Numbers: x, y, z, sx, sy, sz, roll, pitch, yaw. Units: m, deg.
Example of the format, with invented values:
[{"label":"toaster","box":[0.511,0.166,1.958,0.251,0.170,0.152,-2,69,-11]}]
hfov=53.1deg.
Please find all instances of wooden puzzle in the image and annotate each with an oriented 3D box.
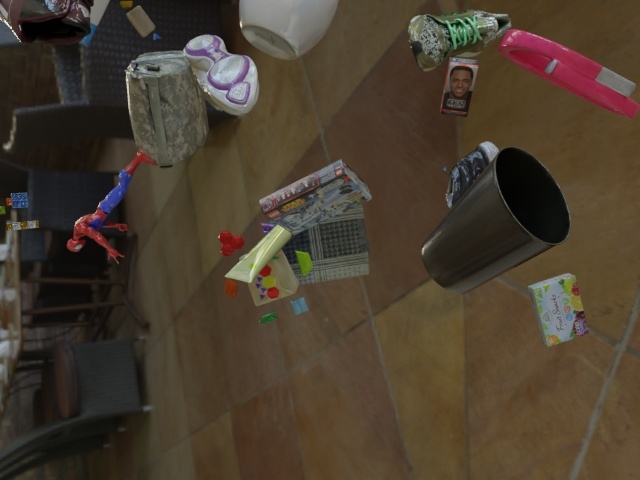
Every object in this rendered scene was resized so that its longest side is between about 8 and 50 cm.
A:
[{"label":"wooden puzzle","box":[-0.450,-0.547,1.600,0.014,0.078,0.116,-23,111,27]}]

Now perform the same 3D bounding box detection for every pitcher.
[{"label":"pitcher","box":[-0.023,-0.347,0.878,0.178,0.126,0.207,57,-124,-76]}]

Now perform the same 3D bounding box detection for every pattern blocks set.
[{"label":"pattern blocks set","box":[-0.166,0.102,2.009,0.026,0.286,0.324,-115,15,-73]}]

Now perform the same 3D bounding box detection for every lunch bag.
[{"label":"lunch bag","box":[-0.452,-0.390,1.870,0.256,0.213,0.305,-97,5,-61]}]

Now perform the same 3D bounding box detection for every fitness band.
[{"label":"fitness band","box":[0.472,-0.311,1.209,0.054,0.291,0.209,-62,9,15]}]

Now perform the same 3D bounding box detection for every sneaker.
[{"label":"sneaker","box":[-0.349,-0.379,0.978,0.162,0.281,0.106,53,175,33]},{"label":"sneaker","box":[0.381,-0.082,1.487,0.101,0.153,0.268,-71,-44,-87]},{"label":"sneaker","box":[0.397,-0.590,1.794,0.182,0.410,0.158,-10,105,46]},{"label":"sneaker","box":[-0.199,-0.339,1.402,0.305,0.114,0.152,55,168,45]}]

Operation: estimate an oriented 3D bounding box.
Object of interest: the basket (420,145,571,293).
[{"label":"basket","box":[0.290,-0.017,1.109,0.227,0.154,0.204,-48,29,45]}]

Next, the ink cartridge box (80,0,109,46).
[{"label":"ink cartridge box","box":[-0.543,-0.579,1.392,0.232,0.168,0.171,-59,35,11]}]

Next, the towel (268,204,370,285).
[{"label":"towel","box":[0.000,0.000,2.128,0.056,0.324,0.312,-103,5,-65]}]

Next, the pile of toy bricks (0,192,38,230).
[{"label":"pile of toy bricks","box":[-0.737,-0.061,1.392,0.105,0.212,0.118,0,96,59]}]

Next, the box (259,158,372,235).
[{"label":"box","box":[-0.006,-0.059,0.924,0.137,0.094,0.027,-24,62,18]}]

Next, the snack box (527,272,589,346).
[{"label":"snack box","box":[0.530,0.154,1.429,0.037,0.100,0.141,-111,3,-80]}]

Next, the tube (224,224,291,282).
[{"label":"tube","box":[-0.171,0.041,1.863,0.062,0.240,0.070,46,141,-4]}]

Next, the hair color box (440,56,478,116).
[{"label":"hair color box","box":[0.347,-0.384,1.608,0.043,0.072,0.141,-75,-9,-47]}]

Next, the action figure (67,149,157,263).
[{"label":"action figure","box":[-0.465,-0.063,1.497,0.280,0.139,0.091,-48,19,-5]}]
